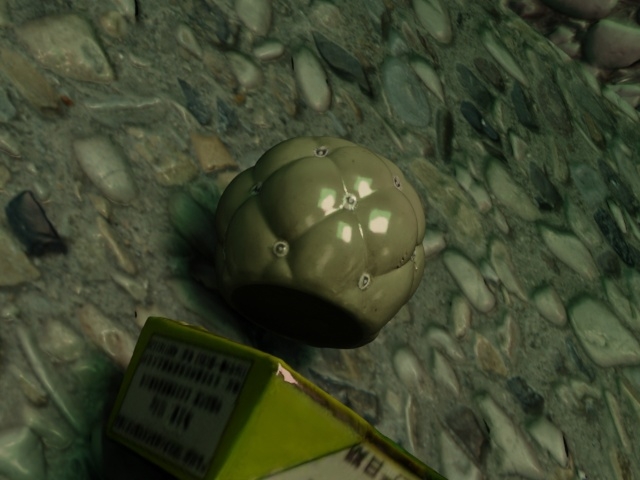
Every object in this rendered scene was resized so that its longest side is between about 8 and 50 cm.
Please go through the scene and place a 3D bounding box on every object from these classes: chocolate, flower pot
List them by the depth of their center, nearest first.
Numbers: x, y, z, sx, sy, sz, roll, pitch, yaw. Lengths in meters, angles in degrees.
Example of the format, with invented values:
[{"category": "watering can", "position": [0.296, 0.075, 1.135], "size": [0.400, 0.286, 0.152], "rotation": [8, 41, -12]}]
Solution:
[{"category": "chocolate", "position": [-0.032, 0.213, 1.412], "size": [0.288, 0.301, 0.137], "rotation": [39, 76, -25]}, {"category": "flower pot", "position": [0.000, 0.000, 1.705], "size": [0.246, 0.246, 0.195], "rotation": [33, 61, -32]}]
